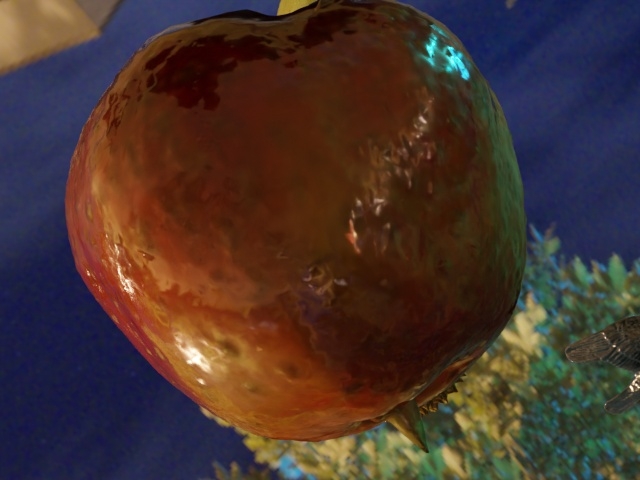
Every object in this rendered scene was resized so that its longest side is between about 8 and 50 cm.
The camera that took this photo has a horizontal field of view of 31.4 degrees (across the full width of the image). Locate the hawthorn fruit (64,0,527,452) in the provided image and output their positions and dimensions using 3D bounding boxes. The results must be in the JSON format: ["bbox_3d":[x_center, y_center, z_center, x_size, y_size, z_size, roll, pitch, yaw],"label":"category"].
[{"bbox_3d":[0.000,0.000,0.968,0.403,0.403,0.403,-27,-146,20],"label":"hawthorn fruit"}]

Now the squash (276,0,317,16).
[{"bbox_3d":[-0.039,-0.335,1.885,0.094,0.094,0.224,-105,-149,-56],"label":"squash"}]

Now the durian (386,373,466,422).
[{"bbox_3d":[0.110,0.115,1.290,0.146,0.208,0.102,-5,-165,-17],"label":"durian"}]

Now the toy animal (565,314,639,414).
[{"bbox_3d":[0.479,0.169,1.593,0.255,0.239,0.176,-61,179,23],"label":"toy animal"}]
